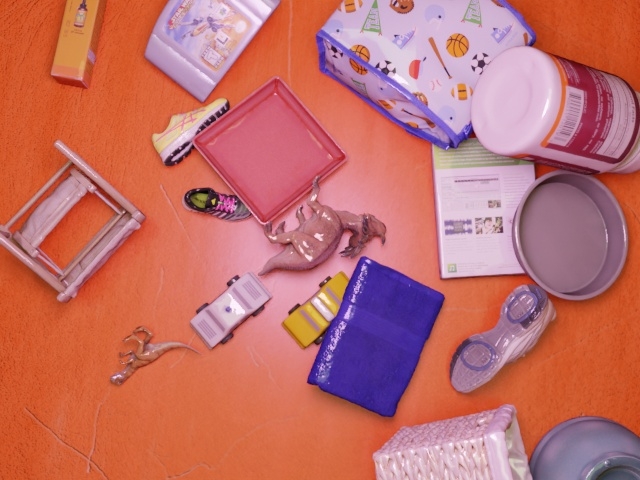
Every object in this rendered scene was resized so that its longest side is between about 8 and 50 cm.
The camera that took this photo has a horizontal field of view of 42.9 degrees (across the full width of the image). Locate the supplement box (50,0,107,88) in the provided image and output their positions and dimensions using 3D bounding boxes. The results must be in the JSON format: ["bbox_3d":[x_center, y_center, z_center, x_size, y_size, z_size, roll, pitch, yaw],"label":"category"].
[{"bbox_3d":[-0.557,-0.478,1.891,0.078,0.080,0.233,10,85,0],"label":"supplement box"}]

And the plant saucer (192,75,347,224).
[{"bbox_3d":[-0.115,-0.203,1.864,0.258,0.048,0.259,-40,86,-12],"label":"plant saucer"}]

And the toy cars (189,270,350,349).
[{"bbox_3d":[-0.099,0.154,1.816,0.394,0.087,0.176,0,83,0],"label":"toy cars"}]

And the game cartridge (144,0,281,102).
[{"bbox_3d":[-0.256,-0.487,1.846,0.198,0.062,0.297,36,104,-15],"label":"game cartridge"}]

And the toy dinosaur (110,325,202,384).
[{"bbox_3d":[-0.380,0.247,1.826,0.212,0.064,0.112,-27,102,6],"label":"toy dinosaur"}]

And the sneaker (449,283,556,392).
[{"bbox_3d":[0.410,0.234,1.797,0.297,0.129,0.111,-46,45,13],"label":"sneaker"}]

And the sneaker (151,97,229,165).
[{"bbox_3d":[-0.301,-0.269,1.870,0.208,0.081,0.094,-40,72,-11],"label":"sneaker"}]

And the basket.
[{"bbox_3d":[0.293,0.533,1.641,0.267,0.328,0.331,-15,84,17],"label":"basket"}]

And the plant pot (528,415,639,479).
[{"bbox_3d":[0.607,0.528,1.725,0.293,0.196,0.293,0,83,0],"label":"plant pot"}]

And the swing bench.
[{"bbox_3d":[-0.556,-0.037,1.801,0.255,0.165,0.253,43,84,-1],"label":"swing bench"}]

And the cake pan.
[{"bbox_3d":[0.550,-0.011,1.820,0.293,0.054,0.293,2,83,-18],"label":"cake pan"}]

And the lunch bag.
[{"bbox_3d":[0.236,-0.425,1.814,0.385,0.239,0.327,35,83,10],"label":"lunch bag"}]

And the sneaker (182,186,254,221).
[{"bbox_3d":[-0.234,-0.083,1.848,0.171,0.075,0.063,11,83,1],"label":"sneaker"}]

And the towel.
[{"bbox_3d":[0.121,0.213,1.797,0.228,0.076,0.308,27,81,-16],"label":"towel"}]

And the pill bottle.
[{"bbox_3d":[0.532,-0.261,1.726,0.392,0.224,0.224,7,82,-34],"label":"pill bottle"}]

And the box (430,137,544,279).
[{"bbox_3d":[0.378,-0.077,1.863,0.232,0.058,0.321,-3,85,-1],"label":"box"}]

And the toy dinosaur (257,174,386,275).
[{"bbox_3d":[0.000,0.000,1.802,0.296,0.127,0.200,-43,79,-12],"label":"toy dinosaur"}]
